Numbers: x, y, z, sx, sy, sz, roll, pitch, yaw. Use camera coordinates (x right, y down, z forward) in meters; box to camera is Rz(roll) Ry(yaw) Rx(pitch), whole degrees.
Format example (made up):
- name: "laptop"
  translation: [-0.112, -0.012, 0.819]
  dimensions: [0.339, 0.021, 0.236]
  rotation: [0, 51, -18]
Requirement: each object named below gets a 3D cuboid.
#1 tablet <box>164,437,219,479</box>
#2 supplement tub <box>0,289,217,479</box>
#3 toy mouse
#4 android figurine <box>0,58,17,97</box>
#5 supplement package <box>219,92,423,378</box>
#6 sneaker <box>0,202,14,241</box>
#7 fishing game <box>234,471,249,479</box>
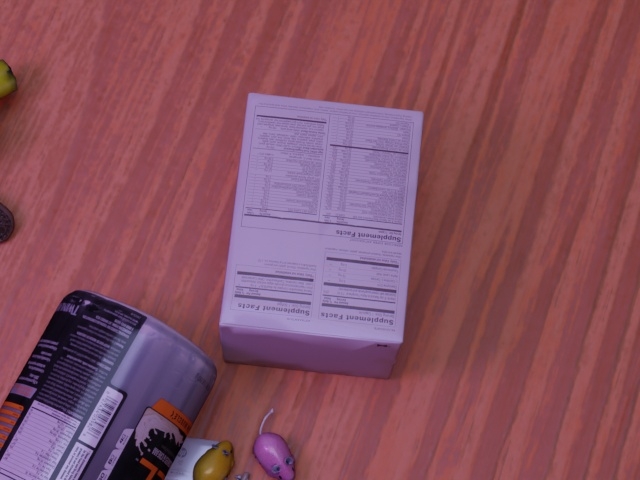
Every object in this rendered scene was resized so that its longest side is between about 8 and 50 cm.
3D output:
- name: "tablet"
  translation: [-0.158, 0.249, 1.853]
  dimensions: [0.083, 0.006, 0.054]
  rotation: [7, 73, -1]
- name: "supplement tub"
  translation: [-0.261, 0.229, 1.758]
  dimensions: [0.193, 0.193, 0.316]
  rotation: [27, 75, 5]
- name: "toy mouse"
  translation: [-0.070, 0.267, 1.820]
  dimensions: [0.143, 0.031, 0.161]
  rotation: [30, 71, 16]
- name: "android figurine"
  translation: [-0.498, -0.164, 1.886]
  dimensions: [0.273, 0.056, 0.248]
  rotation: [-26, 54, -25]
- name: "supplement package"
  translation: [0.000, 0.000, 1.830]
  dimensions: [0.198, 0.199, 0.263]
  rotation: [6, 74, 0]
- name: "sneaker"
  translation: [-0.445, -0.053, 1.897]
  dimensions: [0.188, 0.071, 0.066]
  rotation: [18, 111, -18]
- name: "fishing game"
  translation: [-0.005, 0.379, 1.806]
  dimensions: [0.264, 0.041, 0.189]
  rotation: [19, 72, 12]
